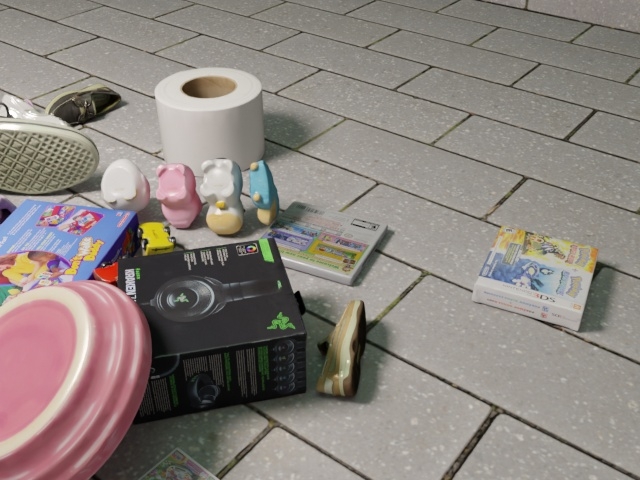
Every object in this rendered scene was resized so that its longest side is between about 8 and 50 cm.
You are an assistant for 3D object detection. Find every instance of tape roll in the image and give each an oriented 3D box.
[{"bbox_3d":[-0.253,-0.280,1.670,0.246,0.169,0.246,0,36,0],"label":"tape roll"}]

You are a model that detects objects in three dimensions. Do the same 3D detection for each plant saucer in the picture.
[{"bbox_3d":[-0.385,0.187,0.959,0.332,0.084,0.332,-15,50,18],"label":"plant saucer"}]

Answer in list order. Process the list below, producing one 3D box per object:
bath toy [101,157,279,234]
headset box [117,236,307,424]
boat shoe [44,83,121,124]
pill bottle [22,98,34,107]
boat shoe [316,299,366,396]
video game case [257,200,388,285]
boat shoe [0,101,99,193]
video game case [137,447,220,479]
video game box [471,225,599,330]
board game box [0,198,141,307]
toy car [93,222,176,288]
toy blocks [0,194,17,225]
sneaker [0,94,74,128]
[{"bbox_3d":[-0.263,-0.091,1.444,0.348,0.151,0.129,2,-2,8],"label":"bath toy"},{"bbox_3d":[-0.164,0.130,1.125,0.283,0.131,0.246,-7,37,-11],"label":"headset box"},{"bbox_3d":[-0.603,-0.346,1.837,0.073,0.080,0.223,13,33,26],"label":"boat shoe"},{"bbox_3d":[-0.781,-0.329,1.843,0.043,0.043,0.083,22,41,28],"label":"pill bottle"},{"bbox_3d":[0.030,0.164,1.140,0.072,0.068,0.190,-3,34,15],"label":"boat shoe"},{"bbox_3d":[0.000,0.000,1.402,0.212,0.023,0.193,16,38,19],"label":"video game case"},{"bbox_3d":[-0.718,-0.206,1.555,0.500,0.187,0.156,-1,41,8],"label":"boat shoe"},{"bbox_3d":[-0.205,0.334,0.941,0.087,0.011,0.122,26,43,31],"label":"video game case"},{"bbox_3d":[0.392,0.062,1.298,0.187,0.048,0.205,17,39,18],"label":"video game box"},{"bbox_3d":[-0.494,0.060,1.267,0.233,0.078,0.347,7,36,9],"label":"board game box"},{"bbox_3d":[-0.260,0.051,1.291,0.225,0.053,0.239,12,27,5],"label":"toy car"},{"bbox_3d":[-0.780,-0.088,1.318,0.309,0.260,0.288,19,39,24],"label":"toy blocks"},{"bbox_3d":[-0.671,-0.251,1.713,0.232,0.090,0.115,26,84,7],"label":"sneaker"}]
